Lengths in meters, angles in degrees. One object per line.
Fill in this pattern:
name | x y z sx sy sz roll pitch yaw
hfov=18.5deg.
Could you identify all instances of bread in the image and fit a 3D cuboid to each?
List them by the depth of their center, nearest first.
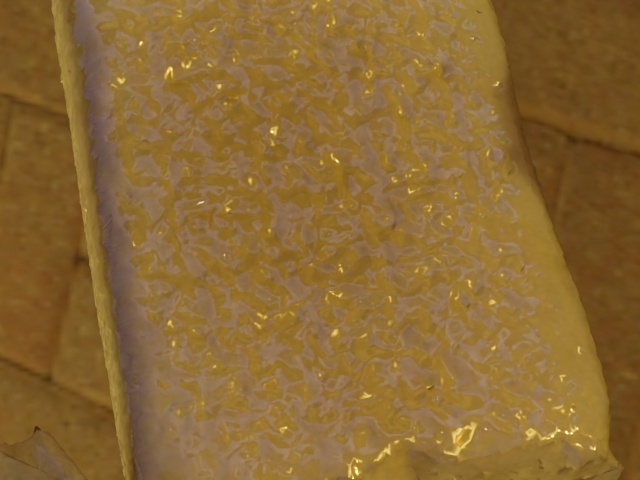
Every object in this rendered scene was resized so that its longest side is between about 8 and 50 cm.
bread | 0.000 -0.001 0.531 0.125 0.068 0.188 -10 59 -6

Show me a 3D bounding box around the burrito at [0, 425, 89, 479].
burrito | -0.080 0.241 1.032 0.332 0.135 0.190 23 82 27
